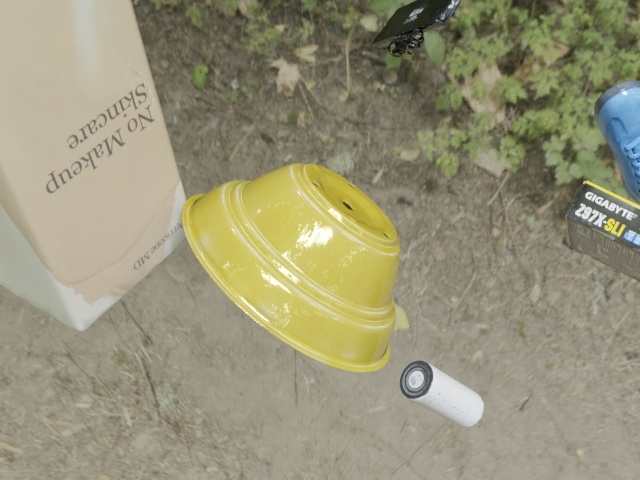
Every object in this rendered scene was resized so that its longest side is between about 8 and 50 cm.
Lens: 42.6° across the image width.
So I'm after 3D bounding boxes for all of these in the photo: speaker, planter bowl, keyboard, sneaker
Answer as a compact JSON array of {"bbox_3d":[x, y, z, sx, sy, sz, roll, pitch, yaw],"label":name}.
[{"bbox_3d":[0.168,0.212,1.121,0.055,0.136,0.055,-24,50,32],"label":"speaker"},{"bbox_3d":[0.000,0.000,0.683,0.217,0.217,0.090,44,109,14],"label":"planter bowl"},{"bbox_3d":[0.126,-0.269,1.046,0.038,0.192,0.100,40,81,-18],"label":"keyboard"},{"bbox_3d":[0.364,-0.096,0.914,0.069,0.209,0.082,-25,53,17],"label":"sneaker"}]

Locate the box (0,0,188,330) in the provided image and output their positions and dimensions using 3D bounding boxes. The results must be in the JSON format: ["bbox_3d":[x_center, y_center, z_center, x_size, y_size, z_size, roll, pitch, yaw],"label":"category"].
[{"bbox_3d":[-0.208,-0.096,0.593,0.121,0.311,0.148,24,54,28],"label":"box"}]

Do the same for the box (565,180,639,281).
[{"bbox_3d":[0.587,0.012,1.511,0.257,0.322,0.079,28,89,21],"label":"box"}]
